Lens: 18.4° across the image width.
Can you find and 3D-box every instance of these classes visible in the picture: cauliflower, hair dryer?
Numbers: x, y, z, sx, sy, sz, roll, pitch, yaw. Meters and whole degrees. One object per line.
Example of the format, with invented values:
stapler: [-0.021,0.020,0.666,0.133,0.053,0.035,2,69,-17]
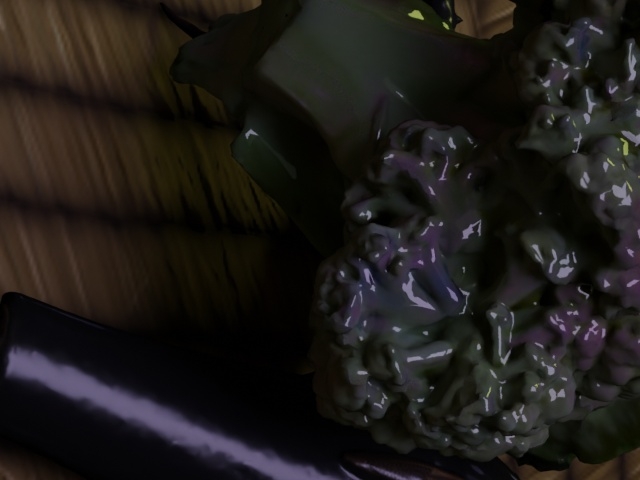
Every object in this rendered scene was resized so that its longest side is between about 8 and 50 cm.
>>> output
cauliflower: [0.058,-0.037,0.830,0.256,0.315,0.239,-57,171,-16]
hair dryer: [0.000,0.000,0.926,0.304,0.120,0.359,28,58,-26]
